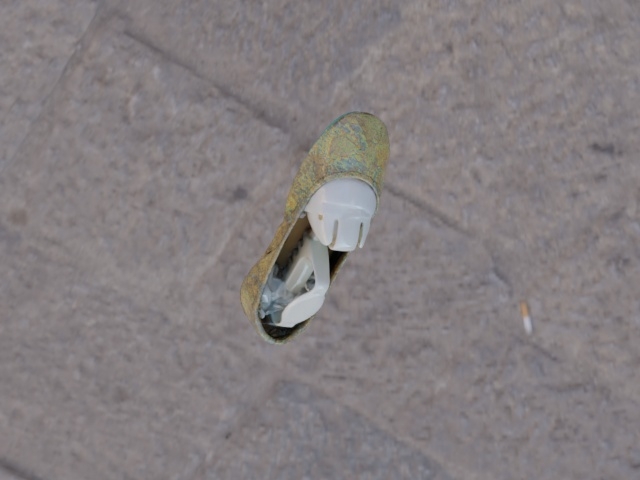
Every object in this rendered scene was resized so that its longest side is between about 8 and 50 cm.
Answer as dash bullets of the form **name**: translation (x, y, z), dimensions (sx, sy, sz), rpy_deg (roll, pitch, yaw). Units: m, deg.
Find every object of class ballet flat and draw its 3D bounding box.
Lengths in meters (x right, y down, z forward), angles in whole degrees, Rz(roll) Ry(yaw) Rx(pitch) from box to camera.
- **ballet flat**: translation (0.000, 0.000, 1.443), dimensions (0.123, 0.123, 0.348), rpy_deg (24, 123, -11)
